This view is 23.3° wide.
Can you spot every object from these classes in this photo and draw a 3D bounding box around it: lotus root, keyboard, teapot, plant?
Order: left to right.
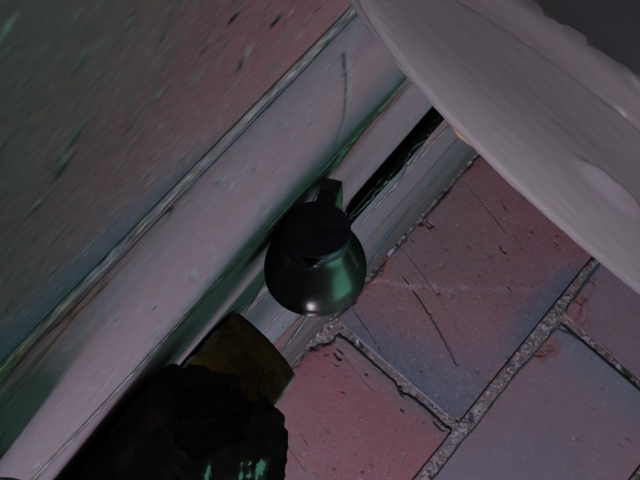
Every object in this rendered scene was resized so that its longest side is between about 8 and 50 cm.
[{"bbox_3d":[-0.109,0.206,1.009,0.256,0.164,0.142,-63,172,20],"label":"plant"},{"bbox_3d":[-0.072,0.115,1.160,0.112,0.081,0.122,-56,177,-5],"label":"lotus root"},{"bbox_3d":[0.000,0.000,0.992,0.057,0.066,0.088,94,10,-54],"label":"teapot"},{"bbox_3d":[0.084,-0.089,1.368,0.196,0.015,0.074,-49,180,-7],"label":"keyboard"}]

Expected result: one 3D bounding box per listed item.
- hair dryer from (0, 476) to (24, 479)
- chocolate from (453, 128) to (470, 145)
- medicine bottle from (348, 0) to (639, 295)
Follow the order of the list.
[{"bbox_3d":[-0.172,0.155,0.662,0.137,0.047,0.082,-42,174,-7],"label":"hair dryer"},{"bbox_3d":[0.157,-0.148,0.794,0.309,0.134,0.134,-48,176,-39],"label":"chocolate"},{"bbox_3d":[0.157,-0.097,0.448,0.232,0.238,0.238,-48,176,-3],"label":"medicine bottle"}]
